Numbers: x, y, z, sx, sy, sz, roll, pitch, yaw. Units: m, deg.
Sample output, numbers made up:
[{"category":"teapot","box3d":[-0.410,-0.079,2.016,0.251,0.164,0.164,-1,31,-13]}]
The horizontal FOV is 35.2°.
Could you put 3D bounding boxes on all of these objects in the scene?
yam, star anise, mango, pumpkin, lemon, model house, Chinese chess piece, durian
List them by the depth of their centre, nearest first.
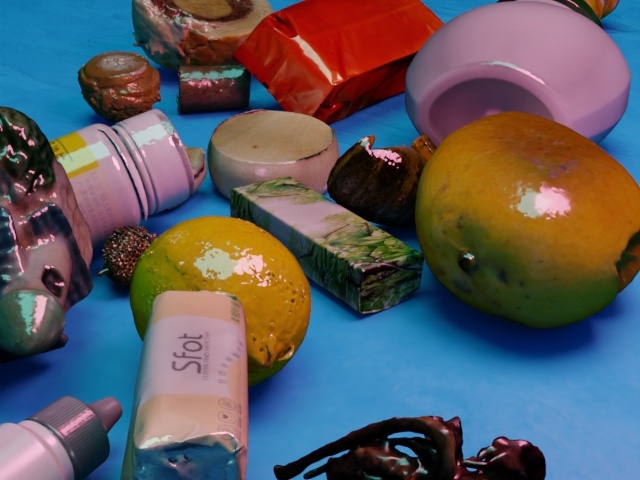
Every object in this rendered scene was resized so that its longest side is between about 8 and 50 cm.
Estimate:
[{"category":"star anise","box3d":[0.089,0.204,0.783,0.220,0.126,0.190,-7,32,-15]},{"category":"model house","box3d":[-0.394,0.044,0.993,0.298,0.243,0.284,-14,34,1]},{"category":"lemon","box3d":[-0.097,0.063,1.001,0.173,0.173,0.206,-19,41,-28]},{"category":"mango","box3d":[0.235,-0.047,1.150,0.253,0.182,0.365,5,34,3]},{"category":"durian","box3d":[-0.224,0.021,1.187,0.091,0.080,0.080,-25,36,-31]},{"category":"pumpkin","box3d":[0.100,-0.071,1.290,0.183,0.119,0.108,-14,60,-50]},{"category":"Chinese chess piece","box3d":[-0.066,-0.116,1.426,0.188,0.083,0.188,1,31,-1]},{"category":"yam","box3d":[-0.178,-0.254,1.684,0.127,0.084,0.084,-1,28,-7]}]

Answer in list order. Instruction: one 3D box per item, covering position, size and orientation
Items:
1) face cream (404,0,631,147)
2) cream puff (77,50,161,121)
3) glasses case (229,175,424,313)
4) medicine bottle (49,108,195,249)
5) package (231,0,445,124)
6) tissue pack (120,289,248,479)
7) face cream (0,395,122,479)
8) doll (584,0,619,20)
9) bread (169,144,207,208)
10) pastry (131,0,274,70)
[{"category":"face cream","box3d":[0.288,-0.231,1.466,0.312,0.219,0.357,9,30,20]},{"category":"cream puff","box3d":[-0.327,-0.248,1.656,0.126,0.103,0.144,-27,37,-29]},{"category":"glasses case","box3d":[0.000,0.000,1.225,0.095,0.062,0.272,-14,31,-33]},{"category":"medicine bottle","box3d":[-0.293,-0.058,1.228,0.258,0.143,0.143,-24,35,-21]},{"category":"package","box3d":[0.066,-0.326,1.700,0.423,0.123,0.196,-26,66,-38]},{"category":"tissue pack","box3d":[-0.110,0.166,0.799,0.090,0.186,0.222,8,27,-8]},{"category":"face cream","box3d":[-0.278,0.213,0.818,0.092,0.092,0.311,17,34,30]},{"category":"doll","box3d":[0.484,-0.475,1.971,0.166,0.162,0.269,39,33,7]},{"category":"bread","box3d":[-0.275,-0.088,1.389,0.232,0.064,0.172,-15,43,-20]},{"category":"pastry","box3d":[-0.214,-0.382,1.848,0.237,0.170,0.256,39,36,23]}]
